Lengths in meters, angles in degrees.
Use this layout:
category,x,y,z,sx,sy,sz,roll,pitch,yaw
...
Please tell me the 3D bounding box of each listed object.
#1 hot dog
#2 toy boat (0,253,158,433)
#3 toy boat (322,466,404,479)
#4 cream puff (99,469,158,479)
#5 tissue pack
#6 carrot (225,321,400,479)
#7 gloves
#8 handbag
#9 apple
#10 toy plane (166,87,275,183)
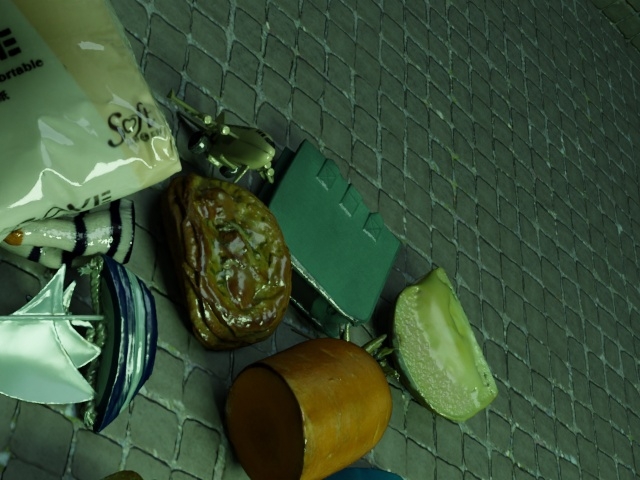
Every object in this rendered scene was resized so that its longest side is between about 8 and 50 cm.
category,x,y,z,sx,sy,sz,roll,pitch,yaw
hot dog,-0.143,0.020,1.709,0.196,0.122,0.272,1,69,-43
toy boat,-0.319,0.105,1.417,0.292,0.070,0.210,30,73,-36
toy boat,0.029,0.386,1.745,0.299,0.062,0.096,14,58,-49
cream puff,-0.214,0.385,1.299,0.244,0.196,0.244,30,48,-40
tissue pack,-0.387,-0.161,1.355,0.376,0.195,0.390,-27,78,-19
carrot,-0.008,0.240,1.681,0.331,0.214,0.193,-14,106,-53
gloves,-0.349,-0.030,1.483,0.219,0.131,0.140,8,60,-16
handbag,-0.004,0.003,1.934,0.269,0.100,0.274,46,37,-19
apple,0.185,0.198,2.037,0.193,0.120,0.265,-16,79,-44
toy plane,-0.136,-0.145,1.776,0.229,0.092,0.244,39,-1,-32
